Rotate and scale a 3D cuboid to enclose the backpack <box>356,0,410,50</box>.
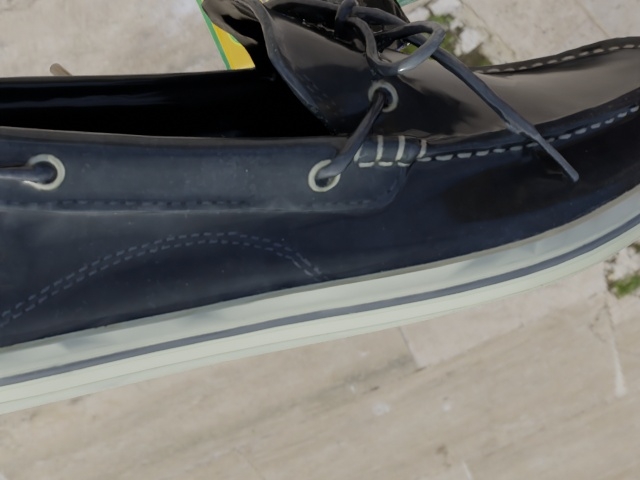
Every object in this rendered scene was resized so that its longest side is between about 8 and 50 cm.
[{"bbox_3d":[0.008,-0.191,0.811,0.084,0.105,0.114,-21,104,39],"label":"backpack"}]

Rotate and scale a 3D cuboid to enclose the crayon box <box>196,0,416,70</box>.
[{"bbox_3d":[-0.030,-0.313,1.032,0.323,0.083,0.203,-16,106,30],"label":"crayon box"}]

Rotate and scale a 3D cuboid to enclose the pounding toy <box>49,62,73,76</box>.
[{"bbox_3d":[-0.337,-0.089,1.224,0.237,0.183,0.110,-52,138,-12],"label":"pounding toy"}]

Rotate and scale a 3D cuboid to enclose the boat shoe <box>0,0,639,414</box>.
[{"bbox_3d":[-0.002,-0.052,0.488,0.501,0.187,0.155,-13,111,-16],"label":"boat shoe"}]
